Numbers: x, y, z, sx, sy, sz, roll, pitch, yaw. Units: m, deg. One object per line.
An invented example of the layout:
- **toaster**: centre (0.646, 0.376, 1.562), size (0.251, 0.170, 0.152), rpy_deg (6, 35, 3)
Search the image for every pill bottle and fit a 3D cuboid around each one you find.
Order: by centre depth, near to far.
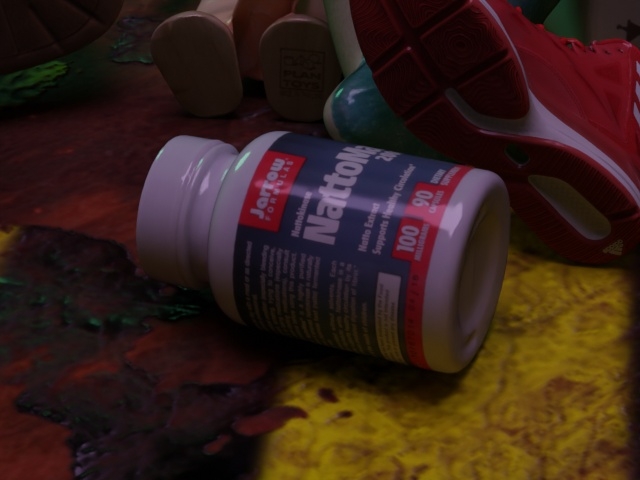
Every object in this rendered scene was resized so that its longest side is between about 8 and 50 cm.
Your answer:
- **pill bottle**: centre (0.000, 0.000, 1.047), size (0.180, 0.108, 0.108), rpy_deg (12, 36, 19)

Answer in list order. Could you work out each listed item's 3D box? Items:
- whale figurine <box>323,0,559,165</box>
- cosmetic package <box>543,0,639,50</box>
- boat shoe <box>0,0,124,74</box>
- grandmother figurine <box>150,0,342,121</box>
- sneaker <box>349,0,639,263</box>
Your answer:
- **whale figurine**: centre (0.079, -0.156, 1.193), size (0.141, 0.216, 0.272), rpy_deg (-23, 41, 39)
- **cosmetic package**: centre (0.179, -0.329, 1.422), size (0.161, 0.230, 0.453), rpy_deg (-10, 36, -14)
- **boat shoe**: centre (-0.295, -0.134, 1.259), size (0.341, 0.122, 0.110), rpy_deg (-13, 17, -11)
- **grandmother figurine**: centre (-0.012, -0.208, 1.367), size (0.207, 0.104, 0.342), rpy_deg (10, 37, 0)
- **sneaker**: centre (0.110, -0.098, 1.129), size (0.087, 0.221, 0.128), rpy_deg (-29, 18, 35)
